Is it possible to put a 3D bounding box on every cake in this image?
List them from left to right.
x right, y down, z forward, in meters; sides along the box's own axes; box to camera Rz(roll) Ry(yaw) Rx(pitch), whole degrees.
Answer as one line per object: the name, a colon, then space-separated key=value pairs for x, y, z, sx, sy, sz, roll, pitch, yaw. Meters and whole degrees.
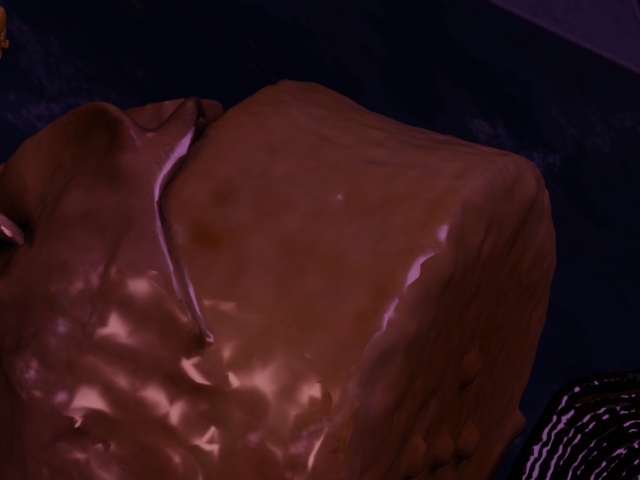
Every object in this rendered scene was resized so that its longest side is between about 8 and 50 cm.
cake: x=-0.075 y=0.058 z=1.008 sx=0.321 sy=0.332 sz=0.332 roll=20 pitch=28 yaw=18

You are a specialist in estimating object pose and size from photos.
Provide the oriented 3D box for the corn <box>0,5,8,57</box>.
corn: x=-0.233 y=-0.090 z=1.168 sx=0.067 sy=0.067 sz=0.206 roll=35 pitch=33 yaw=-18

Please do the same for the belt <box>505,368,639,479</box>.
belt: x=0.176 y=0.225 z=1.076 sx=0.184 sy=0.164 sz=0.289 roll=10 pitch=62 yaw=3
